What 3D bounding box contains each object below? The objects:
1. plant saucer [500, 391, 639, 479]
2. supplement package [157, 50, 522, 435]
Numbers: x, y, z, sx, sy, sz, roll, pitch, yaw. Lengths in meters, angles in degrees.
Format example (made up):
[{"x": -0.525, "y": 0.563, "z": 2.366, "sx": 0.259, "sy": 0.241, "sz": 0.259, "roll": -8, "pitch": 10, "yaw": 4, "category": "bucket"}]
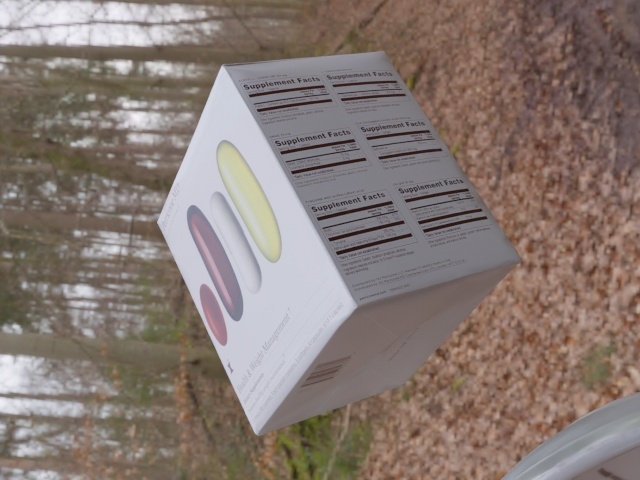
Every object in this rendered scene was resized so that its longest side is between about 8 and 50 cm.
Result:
[{"x": 0.283, "y": 0.224, "z": 0.730, "sx": 0.100, "sy": 0.400, "sz": 0.400, "roll": -105, "pitch": 10, "yaw": -49, "category": "plant saucer"}, {"x": 0.000, "y": 0.000, "z": 0.667, "sx": 0.203, "sy": 0.149, "sz": 0.194, "roll": 61, "pitch": 143, "yaw": 24, "category": "supplement package"}]
